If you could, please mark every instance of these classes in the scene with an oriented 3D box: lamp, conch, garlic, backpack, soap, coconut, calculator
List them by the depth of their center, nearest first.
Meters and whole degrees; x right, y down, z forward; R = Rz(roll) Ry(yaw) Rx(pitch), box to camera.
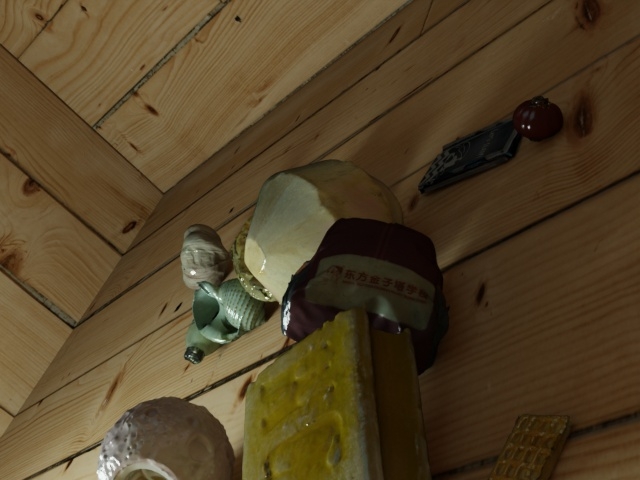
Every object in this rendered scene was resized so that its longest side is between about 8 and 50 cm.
[{"bbox_3d":[0.016,0.308,1.221,0.293,0.156,0.335,-36,36,29],"label":"soap"},{"bbox_3d":[0.091,0.083,1.466,0.317,0.283,0.197,-67,-7,-56],"label":"backpack"},{"bbox_3d":[0.437,-0.244,1.641,0.101,0.090,0.101,-3,33,2],"label":"lamp"},{"bbox_3d":[0.000,0.000,1.743,0.352,0.352,0.353,-39,20,18],"label":"coconut"},{"bbox_3d":[0.342,-0.196,1.837,0.274,0.028,0.166,-21,28,47],"label":"calculator"},{"bbox_3d":[-0.225,0.172,2.097,0.200,0.131,0.172,32,107,34],"label":"conch"},{"bbox_3d":[-0.298,0.237,2.181,0.101,0.101,0.250,-33,20,33],"label":"lamp"},{"bbox_3d":[-0.326,0.054,2.547,0.211,0.219,0.219,-5,25,0],"label":"garlic"}]

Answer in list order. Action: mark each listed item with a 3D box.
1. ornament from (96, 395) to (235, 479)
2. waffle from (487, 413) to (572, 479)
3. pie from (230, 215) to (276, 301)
[{"bbox_3d":[-0.289,0.424,1.562,0.259,0.259,0.225,-39,7,18],"label":"ornament"},{"bbox_3d":[0.264,0.282,1.048,0.092,0.021,0.135,-15,36,56],"label":"waffle"},{"bbox_3d":[-0.074,0.011,2.033,0.339,0.083,0.340,-16,43,16],"label":"pie"}]
